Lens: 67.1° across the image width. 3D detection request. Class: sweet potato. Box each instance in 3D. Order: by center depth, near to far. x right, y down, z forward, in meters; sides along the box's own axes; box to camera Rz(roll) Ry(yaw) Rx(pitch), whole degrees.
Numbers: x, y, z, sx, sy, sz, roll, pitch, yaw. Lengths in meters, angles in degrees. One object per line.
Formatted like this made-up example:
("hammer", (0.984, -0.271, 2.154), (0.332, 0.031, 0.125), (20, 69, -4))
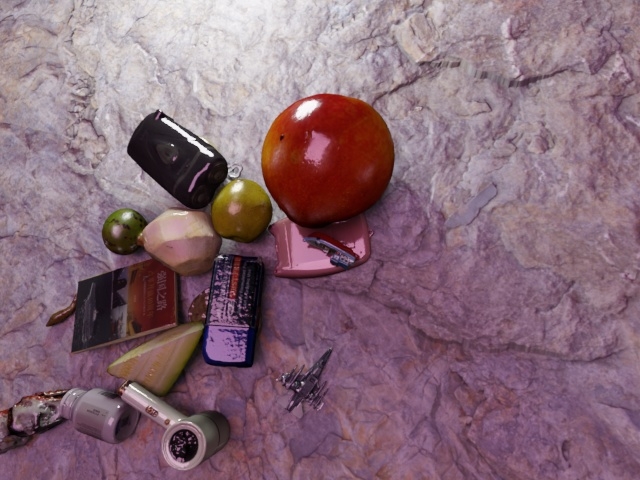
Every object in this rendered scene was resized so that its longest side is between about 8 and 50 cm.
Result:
("sweet potato", (-0.875, 0.247, 1.643), (0.153, 0.038, 0.041), (-42, 94, -1))

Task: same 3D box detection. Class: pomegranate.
("pomegranate", (-0.618, -0.011, 1.595), (0.220, 0.156, 0.156), (33, 86, -6))

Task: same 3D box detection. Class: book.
("book", (-0.636, 0.201, 1.570), (0.374, 0.028, 0.262), (-17, 58, 9))

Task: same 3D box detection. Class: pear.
("pear", (-0.243, -0.088, 1.496), (0.198, 0.198, 0.198), (-3, 77, 13))

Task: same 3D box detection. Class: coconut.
("coconut", (-0.430, -0.008, 1.505), (0.197, 0.237, 0.236), (-42, 67, 40))

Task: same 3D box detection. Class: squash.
("squash", (-0.485, 0.312, 1.458), (0.203, 0.111, 0.288), (28, 108, -5))

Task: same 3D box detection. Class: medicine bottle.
("medicine bottle", (-0.682, 0.528, 1.480), (0.216, 0.135, 0.134), (12, 81, 16))

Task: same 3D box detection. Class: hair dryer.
("hair dryer", (-0.447, 0.501, 1.380), (0.362, 0.203, 0.128), (28, 85, 12))

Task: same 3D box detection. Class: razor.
("razor", (-0.457, -0.260, 1.545), (0.349, 0.113, 0.204), (39, 94, 20))

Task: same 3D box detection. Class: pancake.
("pancake", (-0.290, 0.235, 1.502), (0.242, 0.050, 0.241), (-1, 72, 3))

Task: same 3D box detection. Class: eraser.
("eraser", (-0.258, 0.201, 1.427), (0.155, 0.101, 0.331), (4, 69, 1))

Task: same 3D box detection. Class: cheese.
("cheese", (-0.376, -0.281, 1.626), (0.249, 0.071, 0.163), (-2, 78, 13))

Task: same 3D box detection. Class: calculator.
("calculator", (0.000, 0.000, 1.485), (0.330, 0.048, 0.219), (-11, 74, 8))

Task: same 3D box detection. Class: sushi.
("sushi", (-0.948, 0.580, 1.536), (0.332, 0.124, 0.129), (-25, 65, 5))

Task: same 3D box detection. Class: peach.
("peach", (0.013, -0.218, 1.372), (0.389, 0.388, 0.387), (-3, 77, 13))

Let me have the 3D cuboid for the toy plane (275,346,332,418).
("toy plane", (-0.035, 0.407, 1.383), (0.160, 0.082, 0.234), (39, 89, -8))

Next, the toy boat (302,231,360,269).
("toy boat", (0.029, 0.029, 1.416), (0.173, 0.069, 0.058), (30, 74, 9))
